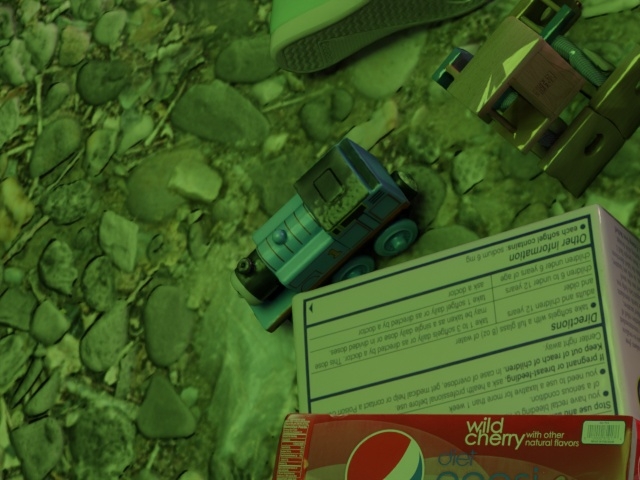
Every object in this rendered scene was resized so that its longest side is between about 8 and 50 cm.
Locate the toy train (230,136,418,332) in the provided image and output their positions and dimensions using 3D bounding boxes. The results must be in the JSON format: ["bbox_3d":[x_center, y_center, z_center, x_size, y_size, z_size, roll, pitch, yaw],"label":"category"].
[{"bbox_3d":[0.000,0.000,1.423,0.184,0.105,0.080,-42,54,13],"label":"toy train"}]

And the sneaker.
[{"bbox_3d":[0.059,-0.263,1.497,0.256,0.094,0.151,-20,59,25],"label":"sneaker"}]

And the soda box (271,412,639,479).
[{"bbox_3d":[0.099,0.163,1.112,0.263,0.092,0.083,-2,71,32],"label":"soda box"}]

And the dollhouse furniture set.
[{"bbox_3d":[0.166,-0.147,1.321,0.129,0.183,0.129,-50,53,7],"label":"dollhouse furniture set"}]

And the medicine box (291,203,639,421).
[{"bbox_3d":[0.132,0.157,1.246,0.263,0.149,0.289,-17,63,27],"label":"medicine box"}]
